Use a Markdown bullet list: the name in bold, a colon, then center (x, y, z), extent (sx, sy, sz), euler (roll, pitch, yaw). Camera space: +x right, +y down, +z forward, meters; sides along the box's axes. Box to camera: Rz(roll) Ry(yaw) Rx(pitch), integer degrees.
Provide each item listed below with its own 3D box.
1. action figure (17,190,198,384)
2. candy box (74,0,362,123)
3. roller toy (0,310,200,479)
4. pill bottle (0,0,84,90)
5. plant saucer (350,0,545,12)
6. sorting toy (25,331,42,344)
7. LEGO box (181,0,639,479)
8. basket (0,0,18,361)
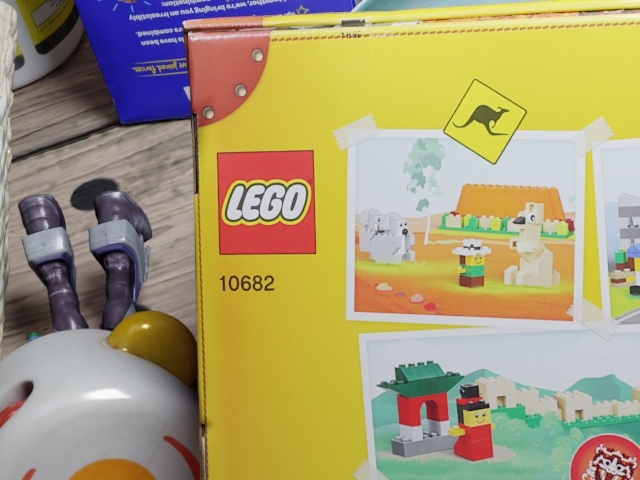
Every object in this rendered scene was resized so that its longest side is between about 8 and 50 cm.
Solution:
- **action figure**: center (-0.180, 0.089, 1.518), extent (0.185, 0.099, 0.285), euler (-10, 54, 0)
- **candy box**: center (-0.104, -0.276, 1.741), extent (0.268, 0.317, 0.122), euler (-5, 39, 14)
- **roller toy**: center (-0.167, 0.165, 1.329), extent (0.191, 0.209, 0.146), euler (-12, 21, -14)
- **pill bottle**: center (-0.379, -0.329, 1.895), extent (0.188, 0.334, 0.188), euler (-10, 39, 9)
- **plant saucer**: center (0.138, -0.061, 1.387), extent (0.318, 0.317, 0.044), euler (-22, -2, -4)
- **sorting toy**: center (-0.210, 0.100, 1.438), extent (0.102, 0.061, 0.042), euler (-28, 30, -1)
- **LEGO box**: center (0.176, 0.035, 1.195), extent (0.500, 0.372, 0.193), euler (0, 3, 19)
- **basket**: center (-0.389, 0.000, 1.489), extent (0.266, 0.328, 0.331), euler (3, 38, -8)
